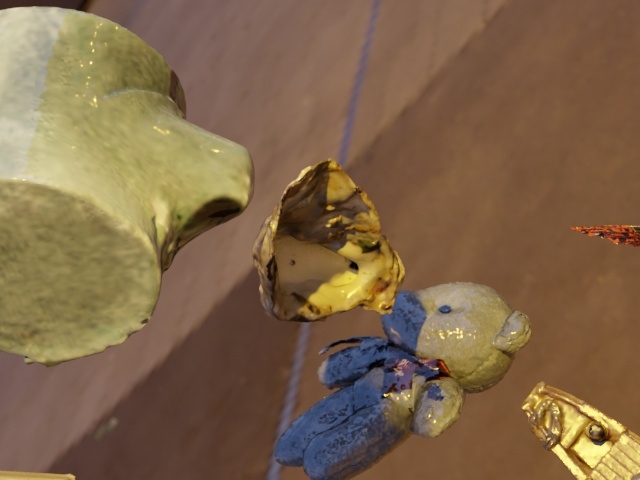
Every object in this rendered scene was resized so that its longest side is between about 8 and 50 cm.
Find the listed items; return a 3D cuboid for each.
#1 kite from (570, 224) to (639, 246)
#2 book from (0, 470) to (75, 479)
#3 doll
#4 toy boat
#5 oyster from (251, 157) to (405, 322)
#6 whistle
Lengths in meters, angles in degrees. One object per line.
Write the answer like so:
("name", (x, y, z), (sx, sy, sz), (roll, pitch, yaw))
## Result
("kite", (0.360, 0.000, 1.669), (0.125, 0.222, 0.008), (119, 164, -71))
("book", (-0.234, 0.245, 1.007), (0.018, 0.170, 0.242), (-103, 18, -74))
("doll", (0.091, 0.151, 2.043), (0.340, 0.158, 0.246), (-28, 22, -17))
("toy boat", (0.359, 0.275, 1.960), (0.089, 0.321, 0.121), (-51, -19, 1))
("oyster", (0.003, -0.005, 1.769), (0.166, 0.094, 0.294), (-26, -32, -11))
("whistle", (-0.246, -0.011, 1.220), (0.405, 0.188, 0.168), (-26, 41, 31))
